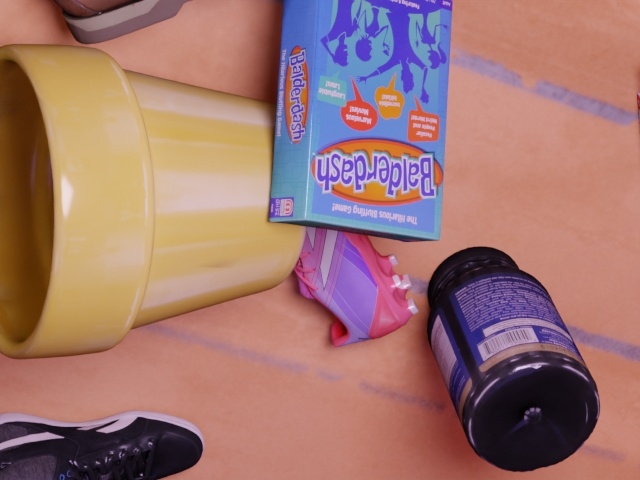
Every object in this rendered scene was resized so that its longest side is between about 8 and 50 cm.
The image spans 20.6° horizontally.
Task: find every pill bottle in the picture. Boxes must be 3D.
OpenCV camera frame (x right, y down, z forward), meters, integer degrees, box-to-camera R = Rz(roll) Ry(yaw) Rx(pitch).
[{"bbox_3d":[0.166,0.099,1.602,0.123,0.219,0.123,-5,121,-8],"label":"pill bottle"}]

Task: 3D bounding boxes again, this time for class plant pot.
[{"bbox_3d":[-0.150,-0.034,1.463,0.239,0.254,0.254,-1,122,-29],"label":"plant pot"}]

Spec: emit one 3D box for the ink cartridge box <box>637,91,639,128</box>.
[{"bbox_3d":[0.325,-0.120,1.617,0.063,0.029,0.115,-13,121,-3],"label":"ink cartridge box"}]

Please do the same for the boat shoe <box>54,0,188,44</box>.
[{"bbox_3d":[-0.082,-0.260,1.405,0.307,0.111,0.104,-24,123,4],"label":"boat shoe"}]

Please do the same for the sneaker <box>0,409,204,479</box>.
[{"bbox_3d":[-0.212,0.224,1.660,0.217,0.121,0.079,1,121,-12],"label":"sneaker"}]

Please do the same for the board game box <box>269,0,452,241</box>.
[{"bbox_3d":[0.036,-0.110,1.457,0.160,0.047,0.210,7,84,-43],"label":"board game box"}]

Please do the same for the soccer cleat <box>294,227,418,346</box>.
[{"bbox_3d":[0.000,0.000,1.597,0.095,0.083,0.248,-28,124,11],"label":"soccer cleat"}]
